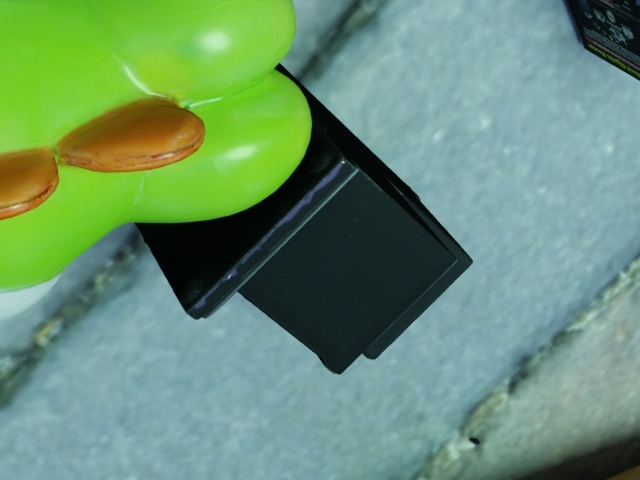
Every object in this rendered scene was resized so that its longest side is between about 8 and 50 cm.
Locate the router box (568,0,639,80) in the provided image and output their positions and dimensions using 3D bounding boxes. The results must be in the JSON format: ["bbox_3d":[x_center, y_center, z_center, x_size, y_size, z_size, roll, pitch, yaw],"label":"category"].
[{"bbox_3d":[0.140,-0.101,0.592,0.038,0.122,0.092,-35,128,-7],"label":"router box"}]

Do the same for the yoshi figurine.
[{"bbox_3d":[-0.188,-0.033,0.468,0.362,0.203,0.204,-9,149,-7],"label":"yoshi figurine"}]

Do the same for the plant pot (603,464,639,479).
[{"bbox_3d":[0.174,0.240,0.739,0.203,0.291,0.291,-31,129,-25],"label":"plant pot"}]

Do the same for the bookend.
[{"bbox_3d":[0.000,0.000,0.568,0.072,0.156,0.157,-45,128,6],"label":"bookend"}]
